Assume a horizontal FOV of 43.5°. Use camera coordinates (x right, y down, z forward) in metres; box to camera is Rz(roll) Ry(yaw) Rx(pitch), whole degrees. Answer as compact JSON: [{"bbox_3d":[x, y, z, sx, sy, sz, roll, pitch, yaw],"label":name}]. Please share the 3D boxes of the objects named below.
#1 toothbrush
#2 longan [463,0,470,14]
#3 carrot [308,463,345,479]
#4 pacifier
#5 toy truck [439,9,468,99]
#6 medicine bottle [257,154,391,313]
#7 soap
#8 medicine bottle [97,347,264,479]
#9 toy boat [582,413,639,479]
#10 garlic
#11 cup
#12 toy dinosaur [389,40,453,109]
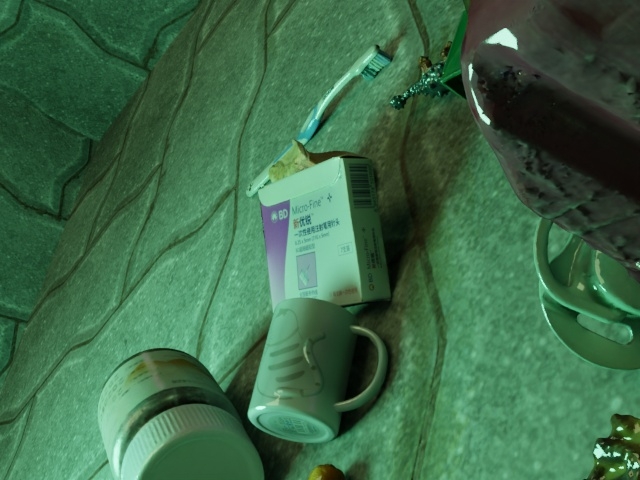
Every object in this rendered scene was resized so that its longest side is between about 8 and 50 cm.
[{"bbox_3d":[-0.022,-0.186,1.311,0.386,0.040,0.040,-40,31,38],"label":"toothbrush"},{"bbox_3d":[0.226,-0.229,0.620,0.258,0.258,0.258,-44,29,32],"label":"longan"},{"bbox_3d":[-0.019,0.306,0.762,0.037,0.037,0.190,-12,54,59],"label":"carrot"},{"bbox_3d":[0.206,0.016,0.577,0.116,0.126,0.150,117,171,-82],"label":"pacifier"},{"bbox_3d":[0.194,-0.220,0.878,0.065,0.079,0.147,-17,46,57],"label":"toy truck"},{"bbox_3d":[0.000,0.000,0.962,0.201,0.052,0.171,-14,82,56],"label":"medicine bottle"},{"bbox_3d":[0.206,-0.076,0.397,0.220,0.324,0.127,-36,37,47],"label":"soap"},{"bbox_3d":[-0.176,0.245,0.981,0.165,0.165,0.273,-61,25,-2],"label":"medicine bottle"},{"bbox_3d":[0.124,0.248,0.447,0.321,0.121,0.089,-64,19,-7],"label":"toy boat"},{"bbox_3d":[-0.007,-0.059,1.091,0.174,0.099,0.124,-47,46,36],"label":"garlic"},{"bbox_3d":[-0.006,0.133,0.852,0.136,0.099,0.133,-31,36,49],"label":"cup"},{"bbox_3d":[0.145,-0.201,0.991,0.154,0.049,0.055,-27,44,44],"label":"toy dinosaur"}]
